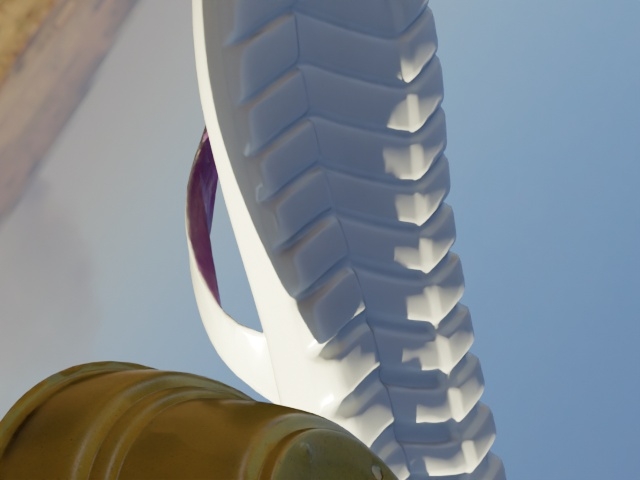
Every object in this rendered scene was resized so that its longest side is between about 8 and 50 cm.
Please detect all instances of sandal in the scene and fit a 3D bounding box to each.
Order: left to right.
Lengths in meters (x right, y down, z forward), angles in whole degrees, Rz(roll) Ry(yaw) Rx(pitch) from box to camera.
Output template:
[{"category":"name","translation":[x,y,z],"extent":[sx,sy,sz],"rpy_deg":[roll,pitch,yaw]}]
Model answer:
[{"category":"sandal","translation":[-0.009,0.002,0.874],"extent":[0.102,0.416,0.169],"rpy_deg":[-8,-176,36]}]

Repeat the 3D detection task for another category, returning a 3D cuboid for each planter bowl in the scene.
[{"category":"planter bowl","translation":[-0.018,0.129,0.657],"extent":[0.090,0.217,0.217],"rpy_deg":[-28,-158,30]}]
